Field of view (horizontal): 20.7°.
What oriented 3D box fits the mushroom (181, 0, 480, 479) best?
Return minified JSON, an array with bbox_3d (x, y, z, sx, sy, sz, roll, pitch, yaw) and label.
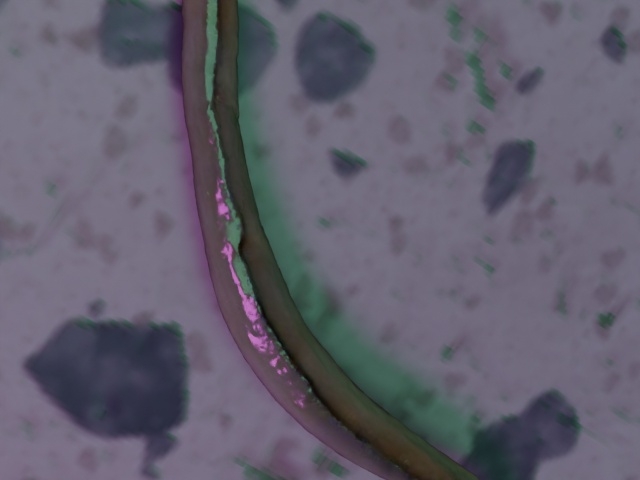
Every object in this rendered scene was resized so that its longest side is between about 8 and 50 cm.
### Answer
[{"bbox_3d":[0.000,0.001,0.562,0.068,0.043,0.306,-12,113,13],"label":"mushroom"}]
